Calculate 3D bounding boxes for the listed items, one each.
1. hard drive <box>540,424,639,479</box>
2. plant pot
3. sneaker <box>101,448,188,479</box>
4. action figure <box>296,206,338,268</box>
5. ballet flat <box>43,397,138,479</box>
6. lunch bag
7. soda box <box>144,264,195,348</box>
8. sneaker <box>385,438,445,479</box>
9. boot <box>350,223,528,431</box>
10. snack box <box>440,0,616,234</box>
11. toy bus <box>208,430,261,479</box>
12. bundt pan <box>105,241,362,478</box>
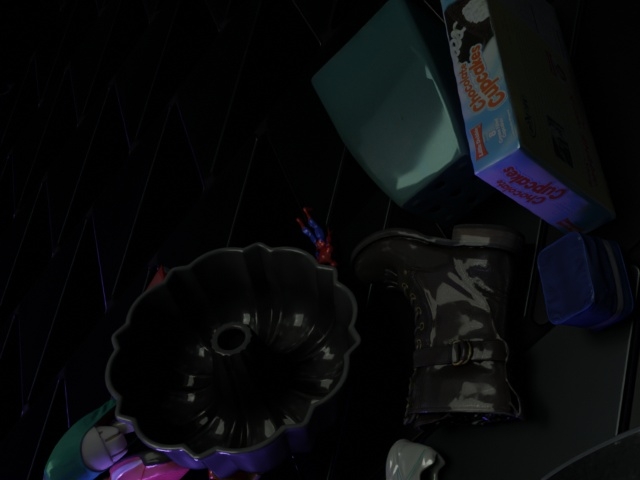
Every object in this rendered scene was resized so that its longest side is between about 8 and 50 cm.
[{"bbox_3d":[0.309,0.226,0.644,0.254,0.054,0.172,-35,47,33],"label":"hard drive"},{"bbox_3d":[0.129,-0.146,0.979,0.165,0.165,0.234,-40,52,28],"label":"plant pot"},{"bbox_3d":[-0.290,0.424,1.218,0.314,0.116,0.136,-39,65,28],"label":"sneaker"},{"bbox_3d":[0.000,0.000,1.148,0.038,0.030,0.115,-51,45,26],"label":"action figure"},{"bbox_3d":[-0.311,0.285,1.168,0.087,0.083,0.247,-17,16,30],"label":"ballet flat"},{"bbox_3d":[0.269,0.040,0.785,0.067,0.065,0.098,-41,43,50],"label":"lunch bag"},{"bbox_3d":[-0.234,0.138,1.249,0.092,0.083,0.263,-57,22,9],"label":"soda box"},{"bbox_3d":[0.096,0.297,0.855,0.061,0.053,0.152,-4,67,45],"label":"sneaker"},{"bbox_3d":[0.123,0.102,0.899,0.263,0.091,0.229,-9,63,45],"label":"boot"},{"bbox_3d":[0.220,-0.178,0.859,0.060,0.187,0.322,-30,49,36],"label":"snack box"},{"bbox_3d":[-0.129,0.242,1.105,0.202,0.104,0.191,-9,64,46],"label":"toy bus"},{"bbox_3d":[-0.101,0.163,1.012,0.331,0.124,0.331,-7,45,7],"label":"bundt pan"}]
